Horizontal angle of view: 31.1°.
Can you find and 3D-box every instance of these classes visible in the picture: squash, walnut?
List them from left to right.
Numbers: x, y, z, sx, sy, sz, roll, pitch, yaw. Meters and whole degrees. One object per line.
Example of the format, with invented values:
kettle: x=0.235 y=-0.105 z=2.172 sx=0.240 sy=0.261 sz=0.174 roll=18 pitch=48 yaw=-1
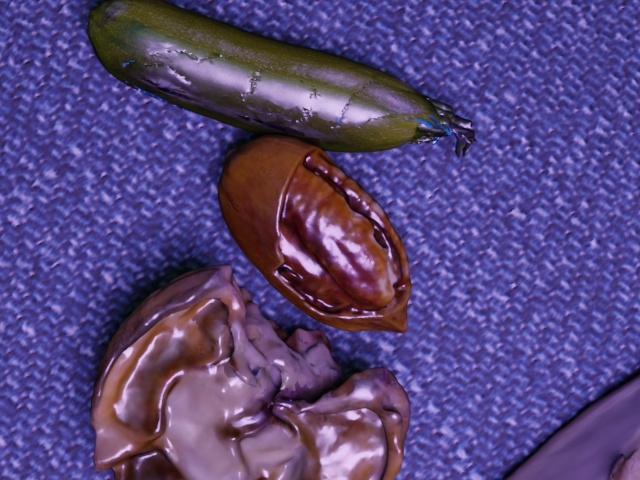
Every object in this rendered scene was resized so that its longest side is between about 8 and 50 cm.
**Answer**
walnut: x=-0.061 y=0.138 z=0.912 sx=0.238 sy=0.141 sz=0.204 roll=34 pitch=97 yaw=-4
squash: x=-0.033 y=-0.127 z=0.952 sx=0.332 sy=0.087 sz=0.087 roll=15 pitch=86 yaw=-4
walnut: x=0.000 y=0.000 z=0.936 sx=0.116 sy=0.116 sz=0.207 roll=-41 pitch=95 yaw=-6

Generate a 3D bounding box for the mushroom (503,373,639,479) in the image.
mushroom: x=0.310 y=0.328 z=0.925 sx=0.314 sy=0.224 sz=0.397 roll=-38 pitch=99 yaw=-20
